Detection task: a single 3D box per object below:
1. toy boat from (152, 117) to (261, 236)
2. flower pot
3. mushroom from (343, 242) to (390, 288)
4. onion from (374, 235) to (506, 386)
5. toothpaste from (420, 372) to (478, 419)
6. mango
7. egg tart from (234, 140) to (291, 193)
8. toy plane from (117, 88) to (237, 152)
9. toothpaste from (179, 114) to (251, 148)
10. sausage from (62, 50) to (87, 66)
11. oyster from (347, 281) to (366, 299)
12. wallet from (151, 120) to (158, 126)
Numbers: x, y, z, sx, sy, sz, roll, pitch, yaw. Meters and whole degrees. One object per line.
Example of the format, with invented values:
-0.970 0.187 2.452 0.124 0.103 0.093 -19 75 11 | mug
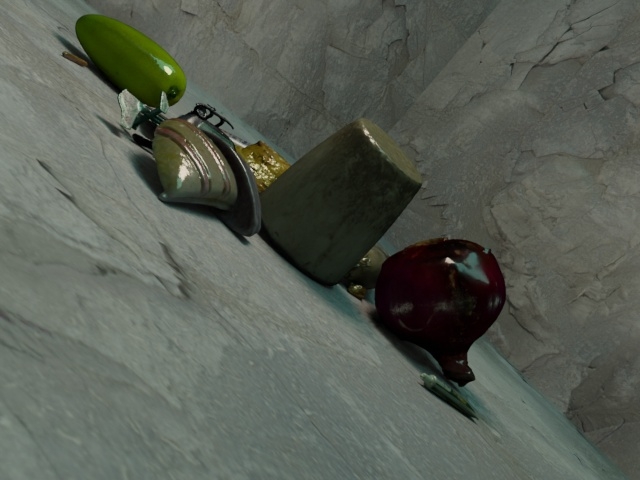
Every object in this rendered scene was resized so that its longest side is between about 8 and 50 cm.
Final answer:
-0.234 -0.148 1.472 0.293 0.111 0.276 37 24 -55 | toy boat
0.052 -0.103 1.732 0.293 0.330 0.294 39 22 -19 | flower pot
0.124 0.058 2.072 0.177 0.126 0.397 54 9 -2 | mushroom
0.315 0.184 1.859 0.348 0.347 0.386 1 76 -78 | onion
0.288 0.345 1.637 0.204 0.031 0.049 38 9 -32 | toothpaste
-0.505 -0.480 1.938 0.343 0.156 0.192 40 7 1 | mango
-0.163 -0.210 2.223 0.294 0.123 0.294 39 9 -7 | egg tart
-0.300 -0.232 1.628 0.381 0.106 0.155 33 43 -48 | toy plane
-0.320 -0.330 2.381 0.299 0.073 0.114 32 9 -9 | toothpaste
-0.599 -0.443 1.792 0.015 0.015 0.100 43 8 15 | sausage
0.097 0.129 1.928 0.051 0.034 0.093 33 12 0 | oyster
-0.309 -0.219 1.836 0.323 0.041 0.247 42 4 -27 | wallet
